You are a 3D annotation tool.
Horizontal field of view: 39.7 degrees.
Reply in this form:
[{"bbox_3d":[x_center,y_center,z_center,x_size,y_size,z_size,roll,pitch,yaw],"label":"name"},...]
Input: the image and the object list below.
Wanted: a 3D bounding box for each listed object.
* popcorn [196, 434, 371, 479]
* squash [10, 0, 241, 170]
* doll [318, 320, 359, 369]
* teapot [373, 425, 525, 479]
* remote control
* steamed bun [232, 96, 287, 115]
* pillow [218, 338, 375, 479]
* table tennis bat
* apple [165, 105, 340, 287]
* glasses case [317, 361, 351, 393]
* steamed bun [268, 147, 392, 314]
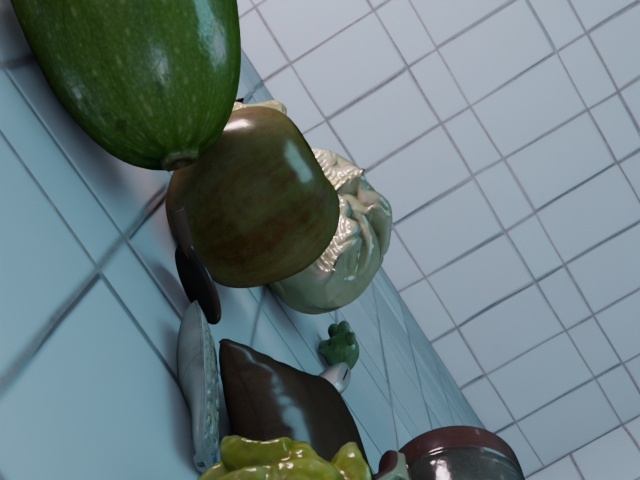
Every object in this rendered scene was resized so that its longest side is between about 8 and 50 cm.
[{"bbox_3d":[-0.012,0.266,0.727,0.181,0.216,0.235,54,20,-53],"label":"popcorn"},{"bbox_3d":[-0.221,-0.243,1.167,0.310,0.310,0.309,-49,121,-81],"label":"squash"},{"bbox_3d":[0.030,0.211,1.730,0.150,0.077,0.115,-137,-128,-81],"label":"doll"},{"bbox_3d":[0.195,0.457,1.372,0.315,0.233,0.312,25,24,-14],"label":"teapot"},{"bbox_3d":[-0.137,0.156,0.980,0.229,0.044,0.073,-100,-178,-50],"label":"remote control"},{"bbox_3d":[-0.169,-0.230,1.841,0.155,0.172,0.141,24,-19,-15],"label":"steamed bun"},{"bbox_3d":[-0.006,0.283,1.080,0.308,0.108,0.305,40,25,-61],"label":"pillow"},{"bbox_3d":[-0.202,0.051,1.099,0.107,0.119,0.170,29,-42,50],"label":"table tennis bat"},{"bbox_3d":[-0.100,-0.059,1.310,0.257,0.234,0.257,54,8,-11],"label":"apple"},{"bbox_3d":[0.016,0.242,1.503,0.041,0.063,0.164,59,8,0],"label":"glasses case"},{"bbox_3d":[0.000,0.000,1.676,0.206,0.275,0.320,67,35,-49],"label":"steamed bun"}]
